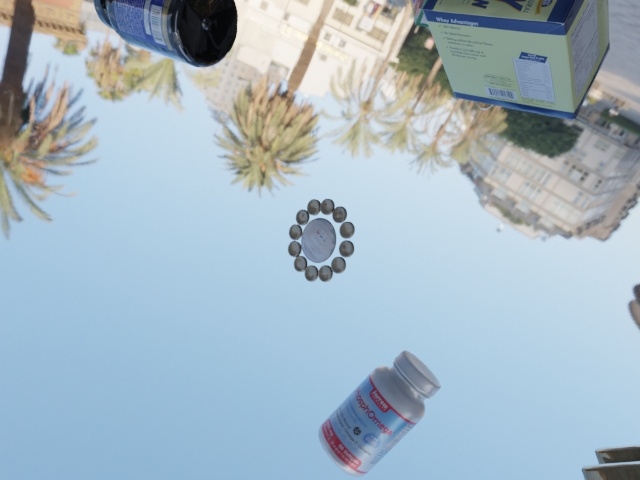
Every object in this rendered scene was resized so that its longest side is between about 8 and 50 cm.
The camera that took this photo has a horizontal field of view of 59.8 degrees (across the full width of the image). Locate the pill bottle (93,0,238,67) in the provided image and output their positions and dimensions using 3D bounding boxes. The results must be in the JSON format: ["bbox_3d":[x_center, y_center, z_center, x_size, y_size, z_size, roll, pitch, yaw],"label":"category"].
[{"bbox_3d":[-0.239,-0.343,0.835,0.219,0.123,0.122,27,-159,30],"label":"pill bottle"}]

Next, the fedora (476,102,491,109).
[{"bbox_3d":[0.214,-0.268,0.722,0.079,0.194,0.194,27,-159,29],"label":"fedora"}]

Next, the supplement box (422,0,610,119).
[{"bbox_3d":[0.119,-0.125,0.332,0.083,0.056,0.083,22,167,34],"label":"supplement box"}]

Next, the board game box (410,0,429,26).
[{"bbox_3d":[0.218,-0.554,0.920,0.046,0.317,0.214,6,-124,-12],"label":"board game box"}]

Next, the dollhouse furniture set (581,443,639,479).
[{"bbox_3d":[0.227,0.188,0.226,0.212,0.242,0.161,-1,-107,-52],"label":"dollhouse furniture set"}]

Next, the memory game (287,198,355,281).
[{"bbox_3d":[0.000,0.000,1.203,0.012,0.186,0.186,7,-150,-51],"label":"memory game"}]

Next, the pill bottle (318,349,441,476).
[{"bbox_3d":[0.078,0.222,0.725,0.087,0.160,0.087,40,-171,-8],"label":"pill bottle"}]
